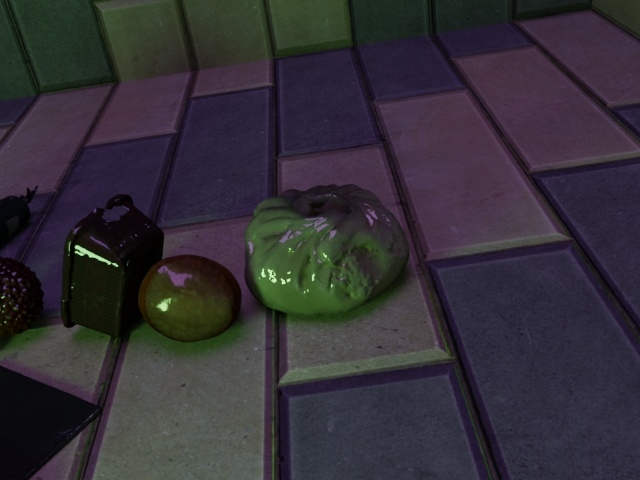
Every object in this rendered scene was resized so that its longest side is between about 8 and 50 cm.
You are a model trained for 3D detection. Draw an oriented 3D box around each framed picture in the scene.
[{"bbox_3d":[-0.602,0.345,1.349,0.324,0.013,0.244,11,36,31],"label":"framed picture"}]

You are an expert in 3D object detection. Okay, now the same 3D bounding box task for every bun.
[{"bbox_3d":[0.000,0.000,1.559,0.360,0.210,0.359,-6,30,4],"label":"bun"}]

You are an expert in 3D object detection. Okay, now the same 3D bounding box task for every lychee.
[{"bbox_3d":[-0.690,0.121,1.573,0.188,0.188,0.188,-7,31,4],"label":"lychee"}]

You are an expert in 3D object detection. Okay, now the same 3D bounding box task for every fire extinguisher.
[{"bbox_3d":[-0.873,-0.054,1.995,0.093,0.118,0.294,32,38,-2],"label":"fire extinguisher"}]

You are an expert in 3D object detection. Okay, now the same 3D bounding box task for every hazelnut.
[{"bbox_3d":[-0.267,0.116,1.488,0.215,0.176,0.214,11,1,0],"label":"hazelnut"}]

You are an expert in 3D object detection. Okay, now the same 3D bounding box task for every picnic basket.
[{"bbox_3d":[-0.420,0.068,1.519,0.129,0.296,0.222,27,41,10],"label":"picnic basket"}]
